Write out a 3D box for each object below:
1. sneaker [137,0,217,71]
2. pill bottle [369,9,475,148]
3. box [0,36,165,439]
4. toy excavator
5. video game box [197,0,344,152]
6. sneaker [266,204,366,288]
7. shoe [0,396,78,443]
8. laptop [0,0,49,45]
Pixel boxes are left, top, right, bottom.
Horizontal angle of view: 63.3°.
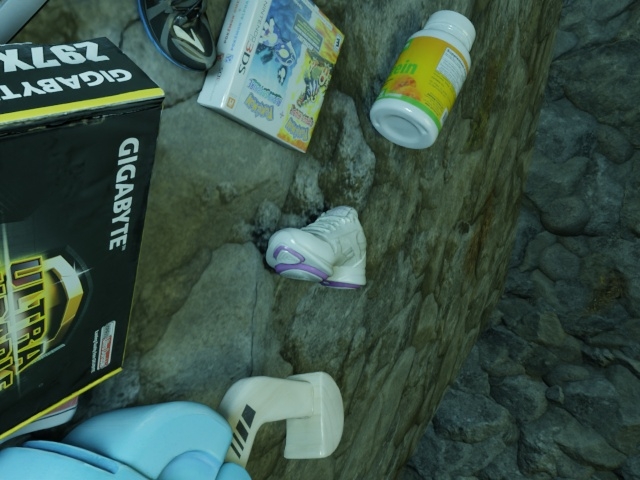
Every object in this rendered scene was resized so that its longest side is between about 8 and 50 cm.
[{"bbox_3d":[-0.139,-0.253,0.509,0.067,0.078,0.188,-46,144,-36],"label":"sneaker"},{"bbox_3d":[0.205,-0.313,1.000,0.246,0.136,0.136,-62,150,-14],"label":"pill bottle"},{"bbox_3d":[-0.248,0.041,0.340,0.257,0.079,0.322,-26,152,-43],"label":"box"},{"bbox_3d":[-0.147,0.283,0.639,0.433,0.222,0.446,49,42,-29],"label":"toy excavator"},{"bbox_3d":[-0.056,-0.235,0.697,0.205,0.048,0.187,13,99,-61],"label":"video game box"},{"bbox_3d":[0.000,0.000,0.904,0.305,0.114,0.152,24,73,-65],"label":"sneaker"},{"bbox_3d":[-0.306,0.147,0.495,0.178,0.063,0.081,3,104,-66],"label":"shoe"},{"bbox_3d":[-0.274,-0.064,0.219,0.381,0.407,0.237,-10,77,-61],"label":"laptop"}]
